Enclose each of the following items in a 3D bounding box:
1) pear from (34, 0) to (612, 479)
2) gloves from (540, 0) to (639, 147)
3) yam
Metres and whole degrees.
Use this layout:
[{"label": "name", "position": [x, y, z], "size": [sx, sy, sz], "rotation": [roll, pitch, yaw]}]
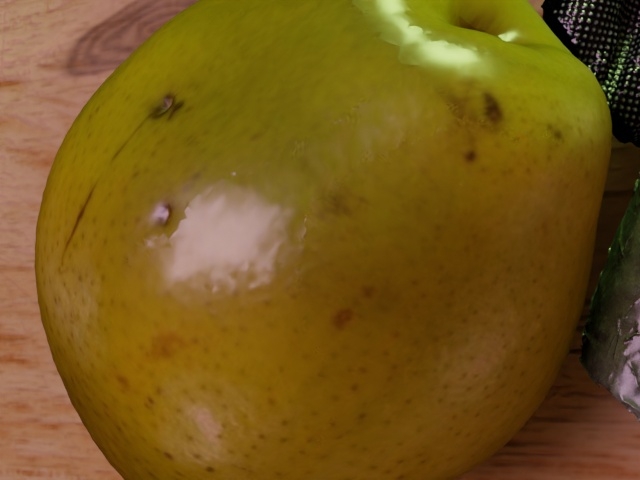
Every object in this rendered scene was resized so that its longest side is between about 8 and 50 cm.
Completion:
[{"label": "pear", "position": [0.000, 0.000, 1.280], "size": [0.418, 0.362, 0.362], "rotation": [-54, 54, 32]}, {"label": "gloves", "position": [0.242, -0.155, 1.271], "size": [0.180, 0.106, 0.129], "rotation": [-33, 61, 3]}, {"label": "yam", "position": [0.228, 0.022, 1.244], "size": [0.107, 0.107, 0.183], "rotation": [25, 99, 41]}]
